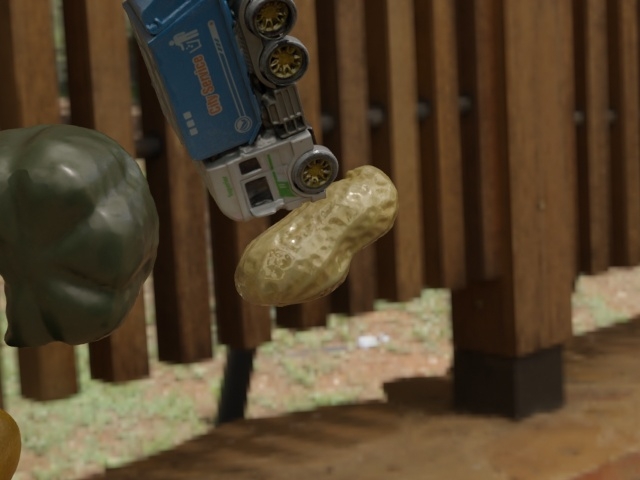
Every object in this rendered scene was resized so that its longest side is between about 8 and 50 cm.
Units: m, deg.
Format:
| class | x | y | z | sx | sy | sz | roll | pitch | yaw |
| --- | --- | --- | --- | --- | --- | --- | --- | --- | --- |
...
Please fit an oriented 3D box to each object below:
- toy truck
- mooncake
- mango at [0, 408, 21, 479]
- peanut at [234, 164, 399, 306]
| class | x | y | z | sx | sy | sz | roll | pitch | yaw |
| --- | --- | --- | --- | --- | --- | --- | --- | --- | --- |
| toy truck | -0.104 | -0.194 | 1.526 | 0.175 | 0.367 | 0.146 | -23 | 36 | -7 |
| mooncake | -0.211 | -0.002 | 1.009 | 0.168 | 0.175 | 0.104 | -44 | 11 | 26 |
| mango | -0.327 | 0.216 | 1.041 | 0.113 | 0.138 | 0.253 | 9 | 28 | 26 |
| peanut | 0.000 | 0.000 | 2.150 | 0.313 | 0.152 | 0.152 | -41 | 20 | -17 |
